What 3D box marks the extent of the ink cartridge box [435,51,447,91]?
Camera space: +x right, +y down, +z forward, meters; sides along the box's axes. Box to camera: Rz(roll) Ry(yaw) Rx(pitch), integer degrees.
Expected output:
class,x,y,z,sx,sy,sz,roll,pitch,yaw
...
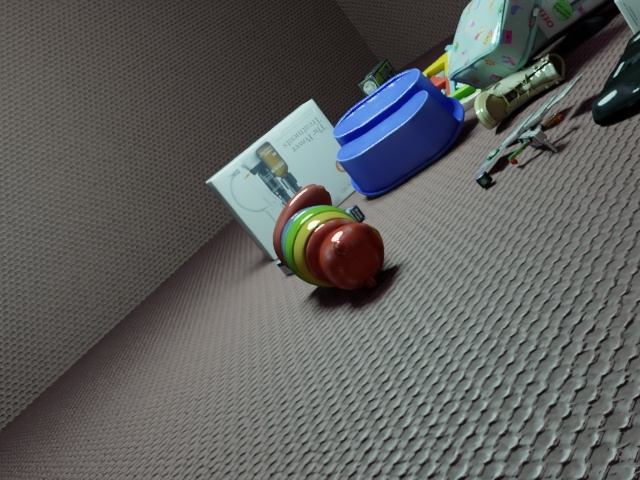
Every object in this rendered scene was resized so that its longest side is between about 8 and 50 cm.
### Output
class,x,y,z,sx,sy,sz,roll,pitch,yaw
ink cartridge box,0.490,-0.567,2.153,0.278,0.117,0.201,-26,17,43

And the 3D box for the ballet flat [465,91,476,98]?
class,x,y,z,sx,sy,sz,roll,pitch,yaw
ballet flat,0.432,-0.438,2.034,0.114,0.041,0.041,-27,16,43

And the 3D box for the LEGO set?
class,x,y,z,sx,sy,sz,roll,pitch,yaw
LEGO set,0.374,-0.178,1.249,0.244,0.060,0.182,-45,1,-35

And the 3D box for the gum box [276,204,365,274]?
class,x,y,z,sx,sy,sz,roll,pitch,yaw
gum box,0.000,0.000,1.654,0.184,0.041,0.157,-46,13,-30

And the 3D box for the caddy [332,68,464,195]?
class,x,y,z,sx,sy,sz,roll,pitch,yaw
caddy,0.193,-0.257,1.742,0.341,0.179,0.241,-33,36,23

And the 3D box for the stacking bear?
class,x,y,z,sx,sy,sz,roll,pitch,yaw
stacking bear,0.024,0.013,1.274,0.164,0.175,0.289,-38,19,-9

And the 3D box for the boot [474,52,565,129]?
class,x,y,z,sx,sy,sz,roll,pitch,yaw
boot,0.432,-0.325,1.504,0.165,0.077,0.213,-26,13,42

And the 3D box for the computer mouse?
class,x,y,z,sx,sy,sz,roll,pitch,yaw
computer mouse,0.589,-0.485,1.732,0.242,0.041,0.071,-30,15,38

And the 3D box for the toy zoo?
class,x,y,z,sx,sy,sz,roll,pitch,yaw
toy zoo,0.379,-0.462,2.005,0.192,0.030,0.293,-30,40,35

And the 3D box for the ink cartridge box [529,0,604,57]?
class,x,y,z,sx,sy,sz,roll,pitch,yaw
ink cartridge box,0.569,-0.609,1.747,0.270,0.198,0.197,-36,-1,-10

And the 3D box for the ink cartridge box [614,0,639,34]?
class,x,y,z,sx,sy,sz,roll,pitch,yaw
ink cartridge box,0.706,-0.521,1.392,0.208,0.087,0.153,-30,15,34

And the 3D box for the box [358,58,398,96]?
class,x,y,z,sx,sy,sz,roll,pitch,yaw
box,0.241,-0.494,2.390,0.060,0.216,0.270,-33,13,27

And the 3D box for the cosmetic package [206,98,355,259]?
class,x,y,z,sx,sy,sz,roll,pitch,yaw
cosmetic package,-0.087,-0.171,1.978,0.377,0.284,0.097,-42,13,-13

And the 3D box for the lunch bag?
class,x,y,z,sx,sy,sz,roll,pitch,yaw
lunch bag,0.402,-0.484,1.601,0.279,0.108,0.224,166,120,-75

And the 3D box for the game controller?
class,x,y,z,sx,sy,sz,roll,pitch,yaw
game controller,0.542,-0.296,1.134,0.319,0.067,0.166,-48,0,-40
